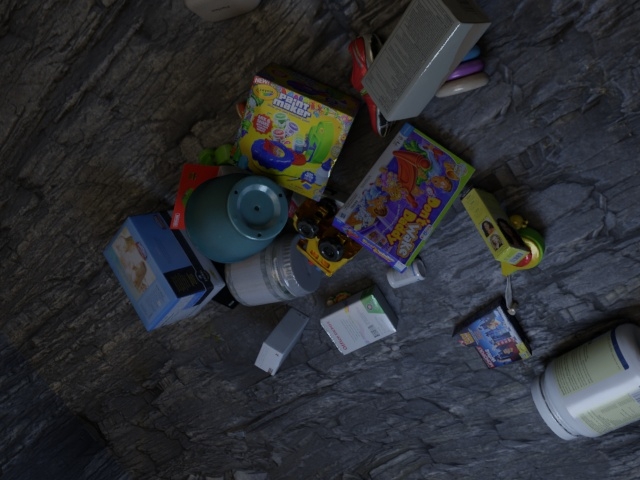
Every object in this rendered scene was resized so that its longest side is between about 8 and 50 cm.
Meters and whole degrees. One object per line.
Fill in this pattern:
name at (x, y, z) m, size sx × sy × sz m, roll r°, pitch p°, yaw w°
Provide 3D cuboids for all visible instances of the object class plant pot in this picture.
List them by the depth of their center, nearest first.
plant pot at (-0.226, -0.079, 1.627) m, size 0.271 × 0.272 × 0.255 m, roll 59°, pitch 151°, yaw -10°

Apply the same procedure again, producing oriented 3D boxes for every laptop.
laptop at (-0.368, 0.094, 2.075) m, size 0.234 × 0.137 × 0.264 m, roll -43°, pitch 66°, yaw 33°

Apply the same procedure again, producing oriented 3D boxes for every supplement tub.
supplement tub at (0.786, 0.403, 1.566) m, size 0.235 × 0.235 × 0.325 m, roll 47°, pitch 123°, yaw -2°
supplement tub at (0.270, 0.103, 1.756) m, size 0.107 × 0.071 × 0.071 m, roll -20°, pitch 104°, yaw 31°

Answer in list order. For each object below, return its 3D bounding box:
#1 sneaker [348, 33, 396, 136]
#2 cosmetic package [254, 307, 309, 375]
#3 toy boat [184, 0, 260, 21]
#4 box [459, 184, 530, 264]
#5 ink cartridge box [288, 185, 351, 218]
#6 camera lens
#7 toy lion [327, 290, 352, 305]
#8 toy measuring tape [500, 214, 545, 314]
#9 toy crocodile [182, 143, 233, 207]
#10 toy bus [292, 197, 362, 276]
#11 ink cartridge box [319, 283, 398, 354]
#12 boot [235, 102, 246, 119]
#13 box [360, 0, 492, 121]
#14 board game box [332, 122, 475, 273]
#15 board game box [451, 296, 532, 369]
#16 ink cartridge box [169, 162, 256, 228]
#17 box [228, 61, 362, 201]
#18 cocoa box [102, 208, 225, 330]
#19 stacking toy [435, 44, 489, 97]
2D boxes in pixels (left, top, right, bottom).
sneaker at (0.143, -0.428, 1.561) m, size 0.118 × 0.107 × 0.279 m, roll 5°, pitch 114°, yaw 43°
cosmetic package at (-0.133, 0.348, 1.959) m, size 0.086 × 0.231 × 0.117 m, roll 29°, pitch 122°, yaw 9°
toy boat at (-0.271, -0.726, 1.583) m, size 0.231 × 0.151 × 0.151 m, roll -4°, pitch 83°, yaw 26°
box at (0.465, -0.045, 1.507) m, size 0.058 × 0.087 × 0.232 m, roll -52°, pitch 42°, yaw 34°
ink cartridge box at (-0.003, -0.108, 1.776) m, size 0.175 × 0.072 × 0.127 m, roll 25°, pitch 122°, yaw 10°
camera lens at (-0.161, 0.096, 1.858) m, size 0.274 × 0.219 × 0.219 m, roll -12°, pitch 108°, yaw 29°
toy lion at (0.077, 0.224, 1.927) m, size 0.096 × 0.034 × 0.100 m, roll -12°, pitch 109°, yaw 20°
toy measuring tape at (0.576, 0.075, 1.584) m, size 0.121 × 0.121 × 0.330 m, roll -1°, pitch 120°, yaw 25°
toy crocodile at (-0.379, -0.195, 1.894) m, size 0.340 × 0.105 × 0.115 m, roll -50°, pitch 49°, yaw 32°
toy bus at (0.000, 0.000, 1.714) m, size 0.220 × 0.149 × 0.211 m, roll 41°, pitch 139°, yaw 3°
ink cartridge box at (0.129, 0.264, 1.864) m, size 0.212 × 0.093 × 0.154 m, roll -30°, pitch 101°, yaw 21°
boot at (-0.192, -0.380, 1.746) m, size 0.085 × 0.059 × 0.158 m, roll -36°, pitch 104°, yaw 30°
box at (0.241, -0.446, 1.344) m, size 0.148 × 0.121 × 0.311 m, roll 60°, pitch 142°, yaw 17°
board game box at (0.228, -0.119, 1.527) m, size 0.233 × 0.347 × 0.078 m, roll 35°, pitch 164°, yaw 5°
board game box at (0.521, 0.296, 1.741) m, size 0.194 × 0.060 × 0.194 m, roll -27°, pitch 101°, yaw 33°
ink cartridge box at (-0.348, -0.121, 1.839) m, size 0.060 × 0.239 × 0.275 m, roll 61°, pitch 139°, yaw 41°
box at (-0.073, -0.315, 1.619) m, size 0.290 × 0.177 × 0.279 m, roll 23°, pitch 121°, yaw -1°
cocoa box at (-0.555, 0.098, 1.979) m, size 0.231 × 0.228 × 0.347 m, roll -44°, pitch 74°, yaw 33°
stacking toy at (0.318, -0.535, 1.401) m, size 0.141 × 0.141 × 0.330 m, roll -10°, pitch 105°, yaw 28°
